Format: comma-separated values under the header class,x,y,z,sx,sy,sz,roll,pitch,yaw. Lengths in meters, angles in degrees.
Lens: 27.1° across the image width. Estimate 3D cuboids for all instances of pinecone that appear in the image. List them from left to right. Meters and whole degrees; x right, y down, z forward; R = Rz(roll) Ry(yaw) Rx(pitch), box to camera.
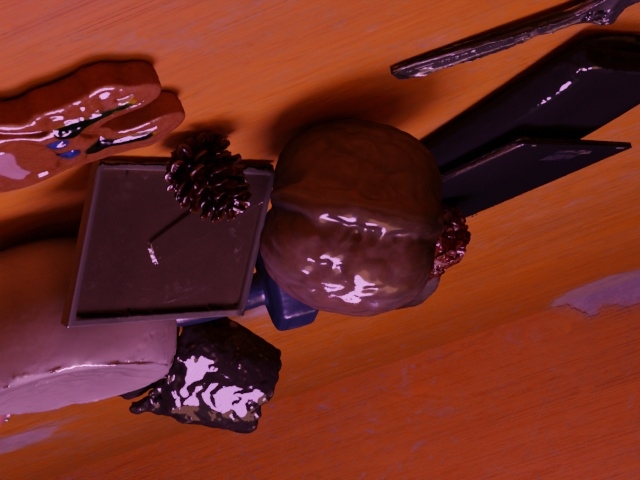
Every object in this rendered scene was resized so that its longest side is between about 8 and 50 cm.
class,x,y,z,sx,sy,sz,roll,pitch,yaw
pinecone,-0.131,-0.071,1.582,0.102,0.109,0.102,-37,179,-1

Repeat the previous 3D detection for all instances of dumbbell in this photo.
class,x,y,z,sx,sy,sz,roll,pitch,yaw
dumbbell,-0.167,0.094,2.081,0.325,0.160,0.144,-14,133,-12

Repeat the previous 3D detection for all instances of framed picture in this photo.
class,x,y,z,sx,sy,sz,roll,pitch,yaw
framed picture,-0.185,0.003,1.674,0.289,0.213,0.016,-2,-160,-45
framed picture,0.243,-0.083,1.914,0.255,0.014,0.339,-2,164,-43

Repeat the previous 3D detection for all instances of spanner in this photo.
class,x,y,z,sx,sy,sz,roll,pitch,yaw
spanner,0.237,-0.242,1.532,0.325,0.026,0.093,-18,164,8

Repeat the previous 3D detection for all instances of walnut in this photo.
class,x,y,z,sx,sy,sz,roll,pitch,yaw
walnut,0.043,-0.029,1.656,0.248,0.248,0.248,-16,165,-4

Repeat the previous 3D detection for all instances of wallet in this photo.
class,x,y,z,sx,sy,sz,roll,pitch,yaw
wallet,0.292,-0.162,1.821,0.228,0.062,0.406,-5,162,-40

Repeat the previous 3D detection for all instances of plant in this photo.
class,x,y,z,sx,sy,sz,roll,pitch,yaw
plant,-0.215,0.224,2.356,0.276,0.199,0.188,21,-164,-11

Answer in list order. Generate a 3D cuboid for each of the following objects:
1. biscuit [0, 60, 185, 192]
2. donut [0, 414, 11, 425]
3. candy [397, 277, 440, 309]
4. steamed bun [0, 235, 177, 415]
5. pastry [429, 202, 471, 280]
class,x,y,z,sx,sy,sz,roll,pitch,yaw
biscuit,-0.311,-0.100,1.396,0.334,0.047,0.202,-17,166,2
donut,-0.491,0.198,1.995,0.085,0.199,0.233,25,176,-16
candy,0.151,0.059,2.393,0.104,0.102,0.234,-17,164,-4
steamed bun,-0.356,0.107,1.787,0.324,0.206,0.324,-12,166,-3
pastry,0.153,0.010,1.997,0.115,0.097,0.208,2,166,-17
